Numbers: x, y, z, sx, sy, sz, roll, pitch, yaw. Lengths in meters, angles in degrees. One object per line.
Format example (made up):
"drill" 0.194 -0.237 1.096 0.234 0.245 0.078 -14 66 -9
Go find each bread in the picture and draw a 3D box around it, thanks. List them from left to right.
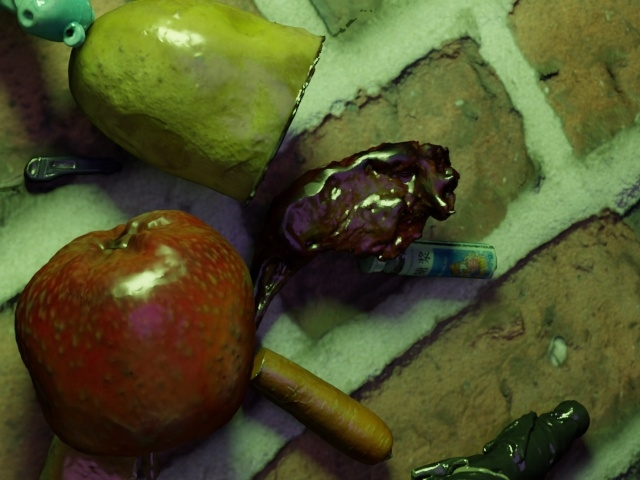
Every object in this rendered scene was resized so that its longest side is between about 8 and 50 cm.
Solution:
"bread" -0.269 0.278 1.349 0.106 0.082 0.125 25 81 -29

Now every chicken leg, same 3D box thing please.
"chicken leg" 0.000 0.000 1.475 0.407 0.096 0.158 -38 87 -12

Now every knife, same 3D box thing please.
"knife" -0.293 -0.086 1.389 0.121 0.018 0.031 -3 82 -26

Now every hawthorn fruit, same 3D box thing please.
"hawthorn fruit" -0.198 0.116 1.293 0.275 0.275 0.300 -4 85 -25

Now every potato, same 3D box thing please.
"potato" -0.158 -0.180 1.357 0.266 0.229 0.229 23 78 -12

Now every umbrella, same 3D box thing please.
"umbrella" 0.229 0.324 1.584 0.357 0.106 0.113 -31 110 -30

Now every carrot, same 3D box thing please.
"carrot" 0.005 0.215 1.488 0.225 0.067 0.067 36 74 -18

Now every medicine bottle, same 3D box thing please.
"medicine bottle" 0.146 0.024 1.570 0.191 0.051 0.051 4 86 -24

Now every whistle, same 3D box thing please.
"whistle" -0.332 -0.317 1.295 0.186 0.093 0.274 -42 70 19
